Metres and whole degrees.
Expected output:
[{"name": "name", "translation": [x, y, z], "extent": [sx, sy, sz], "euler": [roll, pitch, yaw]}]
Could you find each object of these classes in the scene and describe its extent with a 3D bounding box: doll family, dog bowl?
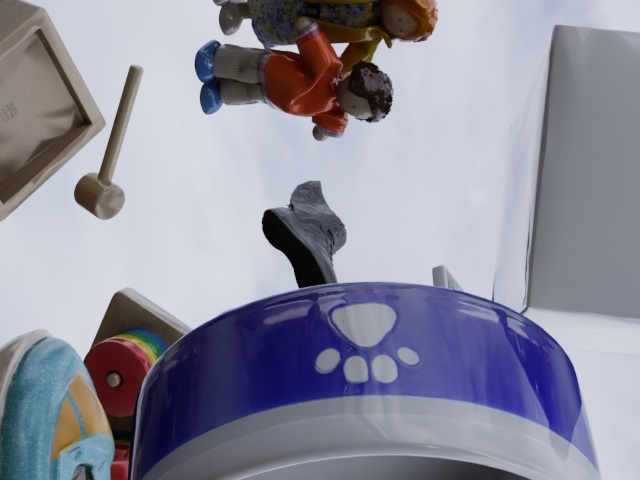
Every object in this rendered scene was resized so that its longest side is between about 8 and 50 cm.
[{"name": "doll family", "translation": [-0.006, -0.189, 0.924], "extent": [0.163, 0.118, 0.263], "euler": [7, -42, 24]}, {"name": "dog bowl", "translation": [0.024, 0.141, 0.808], "extent": [0.265, 0.264, 0.104], "euler": [106, -15, -49]}]

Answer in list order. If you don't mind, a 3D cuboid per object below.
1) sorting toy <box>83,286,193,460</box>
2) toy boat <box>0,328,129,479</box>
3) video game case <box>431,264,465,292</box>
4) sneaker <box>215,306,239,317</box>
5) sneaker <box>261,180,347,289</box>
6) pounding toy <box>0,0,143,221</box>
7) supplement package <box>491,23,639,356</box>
[{"name": "sorting toy", "translation": [-0.190, 0.231, 1.633], "extent": [0.255, 0.089, 0.257], "euler": [32, -67, 16]}, {"name": "toy boat", "translation": [-0.221, 0.222, 1.356], "extent": [0.318, 0.148, 0.268], "euler": [35, 49, -70]}, {"name": "video game case", "translation": [0.192, 0.153, 1.897], "extent": [0.173, 0.022, 0.190], "euler": [49, 32, -50]}, {"name": "sneaker", "translation": [0.023, 0.118, 1.270], "extent": [0.226, 0.086, 0.163], "euler": [41, -39, -13]}, {"name": "sneaker", "translation": [-0.001, 0.002, 1.547], "extent": [0.170, 0.089, 0.051], "euler": [53, -45, 35]}, {"name": "pounding toy", "translation": [-0.238, -0.102, 1.197], "extent": [0.094, 0.181, 0.206], "euler": [24, -30, 38]}, {"name": "supplement package", "translation": [0.216, -0.018, 0.970], "extent": [0.293, 0.175, 0.178], "euler": [74, 22, -82]}]
